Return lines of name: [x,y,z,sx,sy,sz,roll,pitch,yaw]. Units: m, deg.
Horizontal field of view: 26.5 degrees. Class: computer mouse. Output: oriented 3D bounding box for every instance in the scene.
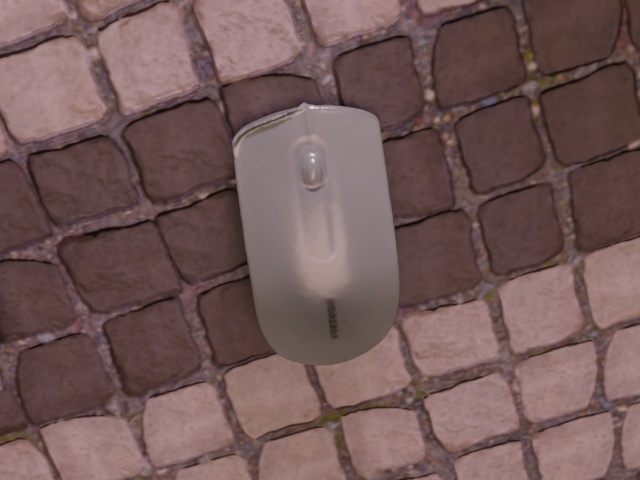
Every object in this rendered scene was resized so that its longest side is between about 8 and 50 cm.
computer mouse: [0.000,0.000,1.115,0.128,0.079,0.230,-12,114,-5]

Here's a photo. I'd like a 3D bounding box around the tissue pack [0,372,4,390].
tissue pack: [-0.367,0.032,1.056,0.159,0.145,0.229,-27,123,-31]
